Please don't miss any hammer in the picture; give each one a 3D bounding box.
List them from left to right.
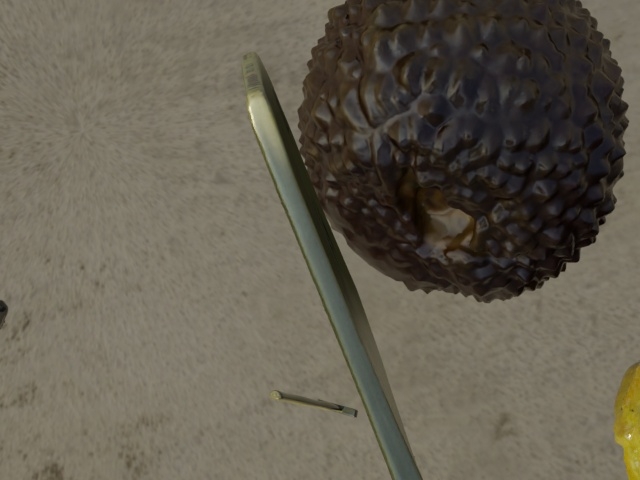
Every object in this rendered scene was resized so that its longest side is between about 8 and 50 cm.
[{"bbox_3d":[-0.017,0.210,1.357,0.062,0.199,0.013,11,81,28],"label":"hammer"}]

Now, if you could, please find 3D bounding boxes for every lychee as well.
[{"bbox_3d":[0.112,-0.098,0.802,0.268,0.267,0.267,-1,96,-13],"label":"lychee"}]

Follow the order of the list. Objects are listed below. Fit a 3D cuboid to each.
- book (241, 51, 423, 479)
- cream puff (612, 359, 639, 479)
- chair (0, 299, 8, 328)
[{"bbox_3d":[0.000,0.000,0.471,0.013,0.192,0.167,-21,104,1],"label":"book"},{"bbox_3d":[0.383,0.184,0.813,0.270,0.274,0.323,-23,84,-4],"label":"cream puff"},{"bbox_3d":[-0.401,0.127,0.916,0.241,0.203,0.416,-7,58,-43],"label":"chair"}]
